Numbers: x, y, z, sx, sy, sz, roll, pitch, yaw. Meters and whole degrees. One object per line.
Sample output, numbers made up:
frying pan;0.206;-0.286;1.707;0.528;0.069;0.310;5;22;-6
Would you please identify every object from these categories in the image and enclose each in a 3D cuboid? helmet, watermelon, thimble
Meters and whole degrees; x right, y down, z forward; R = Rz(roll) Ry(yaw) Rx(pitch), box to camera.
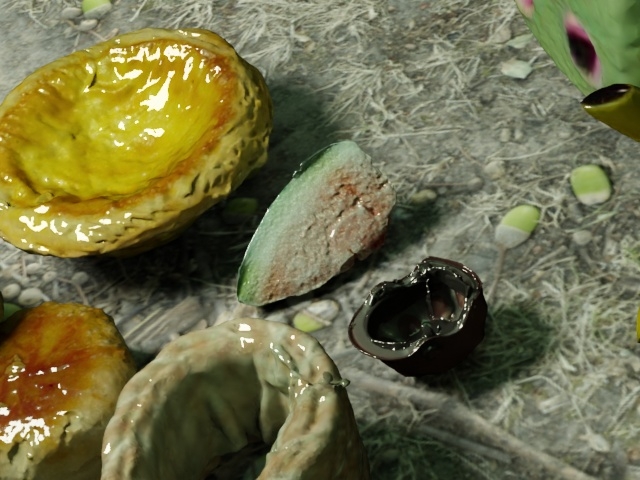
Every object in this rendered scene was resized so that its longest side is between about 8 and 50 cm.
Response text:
helmet;0.090;0.076;1.263;0.123;0.070;0.098;-35;39;-7
watermelon;-0.008;-0.004;1.382;0.180;0.081;0.094;-39;62;1
thimble;-0.070;0.182;1.159;0.196;0.148;0.229;20;54;34

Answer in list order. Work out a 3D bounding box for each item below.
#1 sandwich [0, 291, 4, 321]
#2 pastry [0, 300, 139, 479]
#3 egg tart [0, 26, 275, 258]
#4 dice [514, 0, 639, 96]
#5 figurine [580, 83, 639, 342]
sandwich;-0.437;0.098;1.341;0.288;0.099;0.254;-42;23;-21
pastry;-0.249;0.140;1.299;0.182;0.093;0.192;-29;44;-8
egg tart;-0.190;-0.080;1.474;0.319;0.128;0.319;-8;47;9
dice;0.349;-0.331;1.393;0.322;0.330;0.318;-24;45;-7
figurine;0.393;-0.028;1.203;0.327;0.218;0.169;-1;6;28
